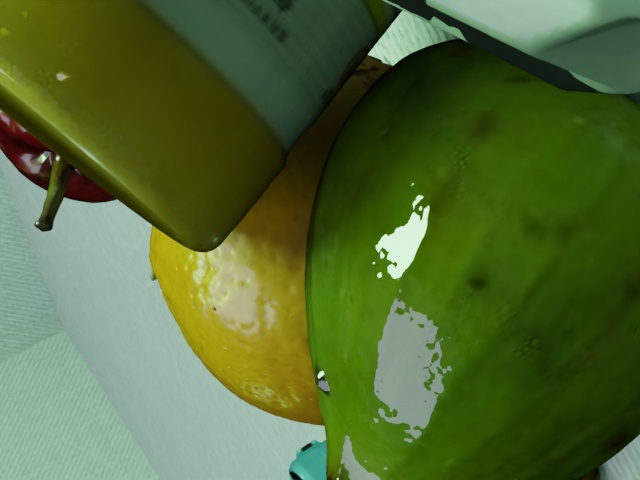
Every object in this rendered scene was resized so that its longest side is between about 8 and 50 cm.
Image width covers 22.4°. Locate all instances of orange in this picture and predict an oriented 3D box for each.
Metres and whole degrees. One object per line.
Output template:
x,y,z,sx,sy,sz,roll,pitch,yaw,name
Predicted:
0.002,-0.001,0.935,0.193,0.219,0.219,6,135,21,orange

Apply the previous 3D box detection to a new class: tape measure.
0.022,0.253,1.554,0.125,0.081,0.146,63,165,-15,tape measure

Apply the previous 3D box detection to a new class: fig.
0.071,0.028,0.745,0.203,0.225,0.203,37,171,7,fig

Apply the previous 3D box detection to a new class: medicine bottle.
-0.075,-0.152,0.756,0.238,0.232,0.238,38,175,4,medicine bottle

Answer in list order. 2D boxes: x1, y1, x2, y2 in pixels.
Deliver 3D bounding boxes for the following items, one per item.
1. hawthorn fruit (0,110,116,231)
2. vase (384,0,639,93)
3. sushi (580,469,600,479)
-0.179,-0.122,1.283,0.230,0.210,0.266,116,163,-55,hawthorn fruit
-0.014,-0.167,0.547,0.360,0.165,0.165,21,147,21,vase
0.138,0.147,1.039,0.120,0.055,0.052,11,121,69,sushi
